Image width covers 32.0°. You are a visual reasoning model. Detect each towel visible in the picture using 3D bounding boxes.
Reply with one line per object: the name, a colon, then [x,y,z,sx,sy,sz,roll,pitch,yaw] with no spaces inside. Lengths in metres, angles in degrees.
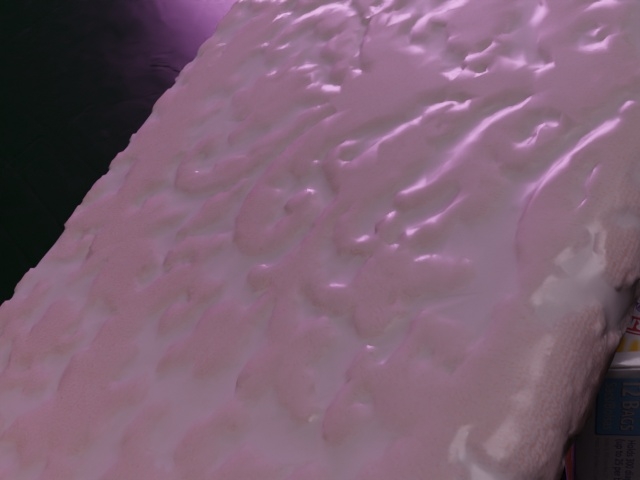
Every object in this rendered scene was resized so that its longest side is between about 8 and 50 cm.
towel: [0.000,0.000,0.487,0.317,0.053,0.332,4,53,44]

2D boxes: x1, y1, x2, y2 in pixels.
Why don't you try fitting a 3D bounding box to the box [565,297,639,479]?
box: [0.154,0.013,0.504,0.103,0.114,0.203,-4,44,7]
